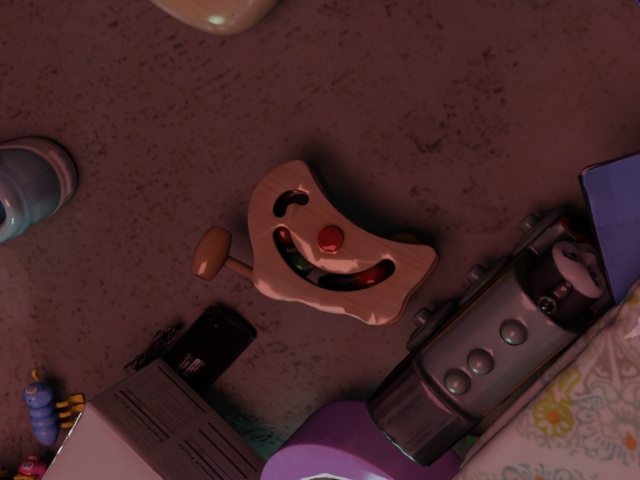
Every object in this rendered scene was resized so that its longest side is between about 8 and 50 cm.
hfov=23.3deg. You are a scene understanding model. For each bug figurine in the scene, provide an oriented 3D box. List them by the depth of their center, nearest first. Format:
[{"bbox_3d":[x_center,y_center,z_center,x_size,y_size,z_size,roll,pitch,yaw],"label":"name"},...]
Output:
[{"bbox_3d":[-0.433,0.273,2.055,0.279,0.072,0.216,-5,109,25],"label":"bug figurine"}]

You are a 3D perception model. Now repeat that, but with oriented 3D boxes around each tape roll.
[{"bbox_3d":[0.065,0.321,1.796,0.275,0.090,0.275,23,134,26],"label":"tape roll"}]

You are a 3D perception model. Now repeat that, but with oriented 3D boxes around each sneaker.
[{"bbox_3d":[-0.481,-0.035,1.900,0.366,0.150,0.135,-19,102,29],"label":"sneaker"}]

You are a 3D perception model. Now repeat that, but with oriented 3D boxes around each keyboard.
[{"bbox_3d":[-0.167,0.139,1.909,0.100,0.038,0.192,33,123,-18],"label":"keyboard"}]

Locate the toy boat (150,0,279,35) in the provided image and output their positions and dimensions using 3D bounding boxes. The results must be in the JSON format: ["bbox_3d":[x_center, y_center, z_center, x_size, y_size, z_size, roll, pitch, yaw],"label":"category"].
[{"bbox_3d":[-0.146,-0.382,1.622,0.318,0.148,0.267,33,126,0],"label":"toy boat"}]

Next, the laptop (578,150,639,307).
[{"bbox_3d":[0.497,0.083,1.415,0.408,0.236,0.382,22,138,55],"label":"laptop"}]

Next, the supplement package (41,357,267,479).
[{"bbox_3d":[-0.220,0.317,1.887,0.204,0.145,0.262,43,126,12],"label":"supplement package"}]

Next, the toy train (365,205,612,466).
[{"bbox_3d":[0.189,0.100,1.631,0.142,0.190,0.334,46,122,0],"label":"toy train"}]

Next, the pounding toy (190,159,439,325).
[{"bbox_3d":[0.000,0.000,1.747,0.269,0.155,0.154,15,88,8],"label":"pounding toy"}]

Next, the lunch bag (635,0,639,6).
[{"bbox_3d":[0.416,-0.242,1.442,0.219,0.090,0.176,39,122,5],"label":"lunch bag"}]

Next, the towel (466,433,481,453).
[{"bbox_3d":[0.198,0.264,1.803,0.060,0.009,0.083,4,112,24],"label":"towel"}]

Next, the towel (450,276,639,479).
[{"bbox_3d":[0.340,0.242,1.536,0.320,0.090,0.374,37,129,0],"label":"towel"}]
